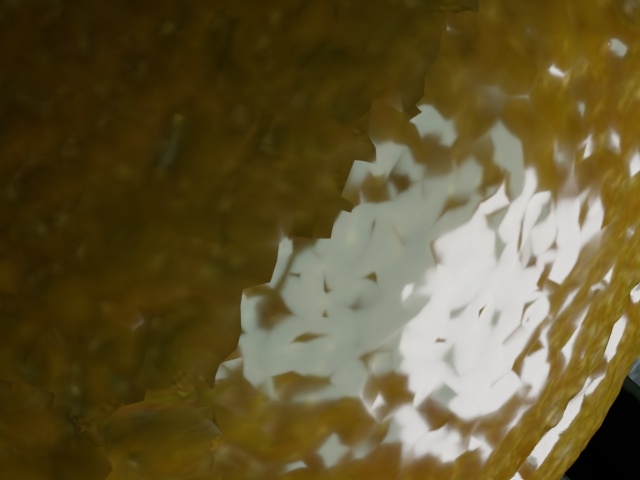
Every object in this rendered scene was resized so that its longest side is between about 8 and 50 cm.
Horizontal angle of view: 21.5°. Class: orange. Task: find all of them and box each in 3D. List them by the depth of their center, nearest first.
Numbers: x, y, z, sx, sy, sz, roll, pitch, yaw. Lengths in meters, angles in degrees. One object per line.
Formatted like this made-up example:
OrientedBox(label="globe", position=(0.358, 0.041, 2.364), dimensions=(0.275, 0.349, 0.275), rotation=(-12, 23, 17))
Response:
OrientedBox(label="orange", position=(-0.030, -0.055, 0.509), dimensions=(0.357, 0.322, 0.322), rotation=(-57, 150, -3))

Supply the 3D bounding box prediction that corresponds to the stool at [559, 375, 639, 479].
OrientedBox(label="stool", position=(0.224, 0.105, 1.075), dimensions=(0.170, 0.243, 0.270), rotation=(-13, 133, -46))
